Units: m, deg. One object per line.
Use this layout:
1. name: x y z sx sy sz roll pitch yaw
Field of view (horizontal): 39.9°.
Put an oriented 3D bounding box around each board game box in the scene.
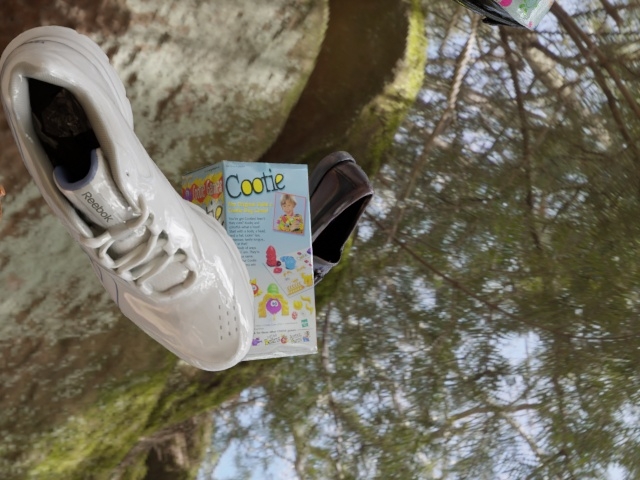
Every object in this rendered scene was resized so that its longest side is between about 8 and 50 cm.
1. board game box: -0.107 0.032 1.291 0.142 0.144 0.275 -8 -96 57

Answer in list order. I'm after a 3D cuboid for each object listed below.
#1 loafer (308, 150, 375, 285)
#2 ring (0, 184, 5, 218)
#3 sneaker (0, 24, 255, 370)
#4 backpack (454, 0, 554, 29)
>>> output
1. loafer: 0.000 0.000 1.430 0.095 0.109 0.302 45 -49 28
2. ring: -0.647 -0.174 1.581 0.032 0.336 0.337 -21 -106 -2
3. sneaker: -0.148 -0.015 0.650 0.111 0.129 0.297 -33 -73 3
4. backpack: 0.216 -0.398 1.172 0.253 0.225 0.191 36 -74 -13
